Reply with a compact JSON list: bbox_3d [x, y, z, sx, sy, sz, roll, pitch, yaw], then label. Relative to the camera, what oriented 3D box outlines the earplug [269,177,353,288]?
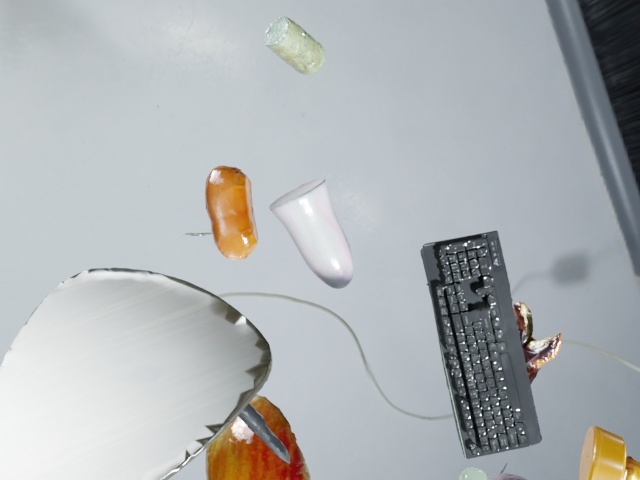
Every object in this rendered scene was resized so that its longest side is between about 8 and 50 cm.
[{"bbox_3d":[0.000,0.000,1.444,0.172,0.172,0.301,-30,105,-13],"label":"earplug"}]

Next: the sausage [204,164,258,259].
[{"bbox_3d":[-0.241,-0.075,1.408,0.133,0.133,0.259,-11,94,-15],"label":"sausage"}]

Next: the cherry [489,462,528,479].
[{"bbox_3d":[0.394,0.610,1.093,0.183,0.266,0.213,32,99,-18],"label":"cherry"}]

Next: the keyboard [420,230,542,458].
[{"bbox_3d":[0.143,0.093,0.464,0.074,0.015,0.197,-11,91,6],"label":"keyboard"}]

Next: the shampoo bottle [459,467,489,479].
[{"bbox_3d":[0.299,0.524,0.988,0.056,0.056,0.195,-17,112,-15],"label":"shampoo bottle"}]

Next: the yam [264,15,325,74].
[{"bbox_3d":[-0.076,-0.552,1.475,0.194,0.107,0.108,15,85,-58],"label":"yam"}]

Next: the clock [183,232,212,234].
[{"bbox_3d":[-0.360,-0.019,1.529,0.083,0.074,0.010,-2,92,-22],"label":"clock"}]

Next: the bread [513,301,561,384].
[{"bbox_3d":[0.411,0.259,1.145,0.139,0.095,0.269,46,121,21],"label":"bread"}]

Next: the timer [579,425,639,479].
[{"bbox_3d":[0.591,0.443,0.997,0.152,0.132,0.132,11,86,22],"label":"timer"}]

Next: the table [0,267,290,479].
[{"bbox_3d":[-0.210,0.213,0.642,0.317,0.317,0.249,-26,137,-14],"label":"table"}]

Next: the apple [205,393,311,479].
[{"bbox_3d":[-0.138,0.521,1.187,0.253,0.179,0.346,-16,88,8],"label":"apple"}]
